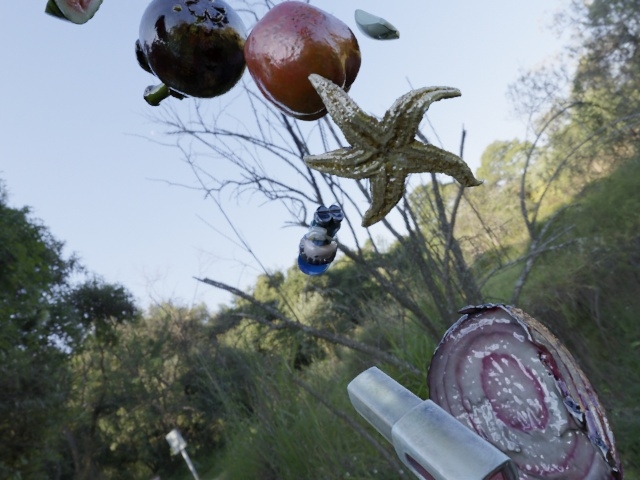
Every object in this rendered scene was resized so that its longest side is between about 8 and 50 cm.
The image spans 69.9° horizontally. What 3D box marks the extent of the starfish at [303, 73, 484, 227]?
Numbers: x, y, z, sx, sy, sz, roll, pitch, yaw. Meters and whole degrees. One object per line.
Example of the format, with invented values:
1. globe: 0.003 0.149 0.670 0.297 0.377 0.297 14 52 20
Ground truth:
1. starfish: 0.085 -0.120 0.626 0.236 0.277 0.062 -58 5 36

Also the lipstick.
1. lipstick: 0.129 0.250 0.595 0.077 0.079 0.253 -29 24 -19

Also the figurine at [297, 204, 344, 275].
1. figurine: -0.003 -0.007 0.769 0.077 0.079 0.136 -8 -47 -20

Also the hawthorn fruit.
1. hawthorn fruit: -0.031 -0.287 0.740 0.189 0.189 0.189 -32 -13 -9

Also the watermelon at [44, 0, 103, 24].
1. watermelon: -0.402 -0.434 0.759 0.063 0.245 0.119 20 -38 -17

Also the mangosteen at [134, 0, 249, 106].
1. mangosteen: -0.286 -0.394 0.995 0.231 0.231 0.289 -20 -11 -46

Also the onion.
1. onion: 0.315 0.268 0.756 0.146 0.314 0.280 -5 -33 -36

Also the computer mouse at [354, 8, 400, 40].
1. computer mouse: 0.090 -0.347 0.753 0.055 0.110 0.032 16 -66 -39
